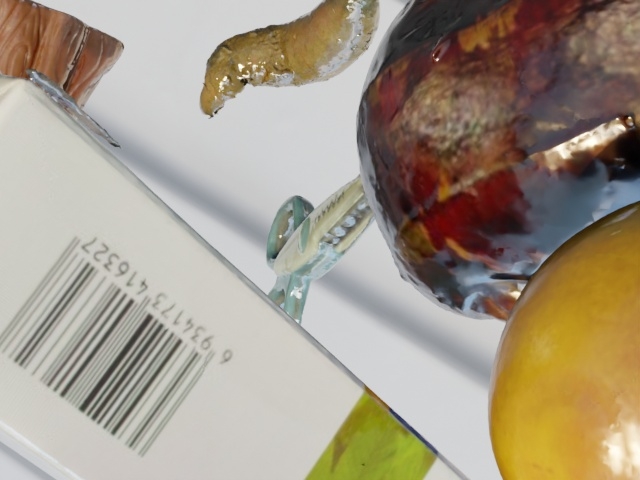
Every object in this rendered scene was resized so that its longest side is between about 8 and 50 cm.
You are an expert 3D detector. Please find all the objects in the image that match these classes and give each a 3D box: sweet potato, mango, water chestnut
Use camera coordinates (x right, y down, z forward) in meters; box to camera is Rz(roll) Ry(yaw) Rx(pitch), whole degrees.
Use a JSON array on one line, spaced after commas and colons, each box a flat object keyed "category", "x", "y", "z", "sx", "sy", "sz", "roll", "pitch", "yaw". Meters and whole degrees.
[{"category": "sweet potato", "x": -0.021, "y": -0.235, "z": 1.966, "sx": 0.310, "sy": 0.098, "sz": 0.124, "roll": -30, "pitch": 152, "yaw": 30}, {"category": "mango", "x": 0.157, "y": 0.053, "z": 0.640, "sx": 0.221, "sy": 0.120, "sz": 0.151, "roll": -12, "pitch": 110, "yaw": -42}, {"category": "water chestnut", "x": 0.137, "y": -0.039, "z": 0.803, "sx": 0.224, "sy": 0.238, "sz": 0.223, "roll": -13, "pitch": 156, "yaw": -6}]

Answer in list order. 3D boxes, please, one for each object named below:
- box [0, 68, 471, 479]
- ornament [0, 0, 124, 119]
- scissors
[{"category": "box", "x": -0.099, "y": 0.047, "z": 0.700, "sx": 0.299, "sy": 0.200, "sz": 0.106, "roll": 45, "pitch": 74, "yaw": -35}, {"category": "ornament", "x": -0.332, "y": -0.127, "z": 1.651, "sx": 0.235, "sy": 0.221, "sz": 0.217, "roll": 169, "pitch": -64, "yaw": -75}, {"category": "scissors", "x": 0.000, "y": 0.000, "z": 1.340, "sx": 0.289, "sy": 0.041, "sz": 0.138, "roll": 139, "pitch": -36, "yaw": -64}]
